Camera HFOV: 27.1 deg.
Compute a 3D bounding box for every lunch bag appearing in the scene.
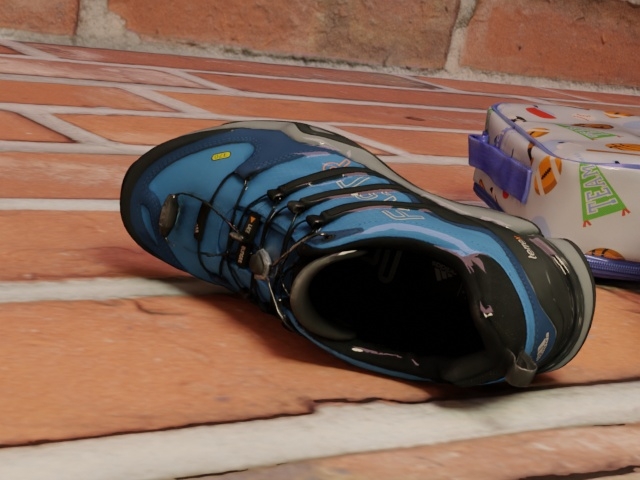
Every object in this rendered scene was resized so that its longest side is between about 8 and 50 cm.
[{"bbox_3d":[0.256,-0.043,1.140,0.243,0.115,0.303,5,14,-8],"label":"lunch bag"}]

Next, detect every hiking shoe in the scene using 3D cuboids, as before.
[{"bbox_3d":[0.000,0.000,0.749,0.304,0.113,0.132,15,13,25],"label":"hiking shoe"}]
